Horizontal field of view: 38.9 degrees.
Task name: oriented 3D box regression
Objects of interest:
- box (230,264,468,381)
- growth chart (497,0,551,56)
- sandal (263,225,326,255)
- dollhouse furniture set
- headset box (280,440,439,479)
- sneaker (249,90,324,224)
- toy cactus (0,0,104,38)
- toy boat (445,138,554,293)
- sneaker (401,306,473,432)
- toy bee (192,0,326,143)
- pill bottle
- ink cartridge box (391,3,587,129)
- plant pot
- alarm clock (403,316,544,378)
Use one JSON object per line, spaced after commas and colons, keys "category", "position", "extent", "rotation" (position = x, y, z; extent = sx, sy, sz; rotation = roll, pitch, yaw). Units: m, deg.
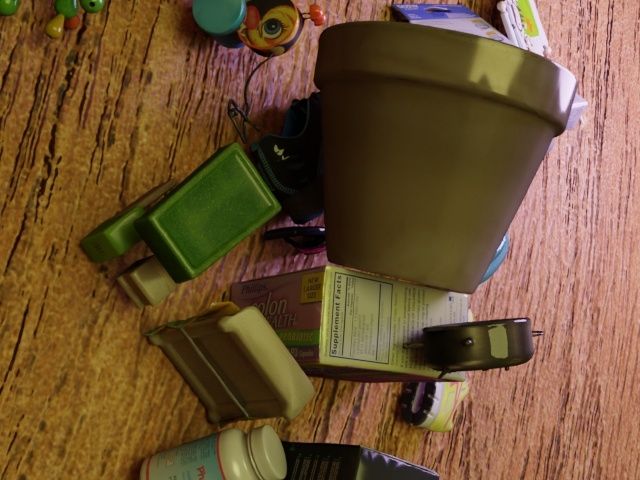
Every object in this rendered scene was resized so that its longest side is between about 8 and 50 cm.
{"category": "box", "position": [0.035, 0.120, 1.194], "extent": [0.243, 0.213, 0.117], "rotation": [14, 74, -35]}
{"category": "growth chart", "position": [0.362, -0.383, 1.617], "extent": [0.172, 0.021, 0.237], "rotation": [65, 31, -14]}
{"category": "sandal", "position": [0.000, 0.000, 1.287], "extent": [0.179, 0.067, 0.040], "rotation": [-1, 94, -40]}
{"category": "dollhouse furniture set", "position": [-0.116, 0.065, 1.101], "extent": [0.151, 0.197, 0.301], "rotation": [-44, 107, -35]}
{"category": "headset box", "position": [-0.007, 0.372, 1.073], "extent": [0.131, 0.283, 0.246], "rotation": [27, 66, -31]}
{"category": "sneaker", "position": [0.037, -0.176, 1.309], "extent": [0.140, 0.125, 0.341], "rotation": [49, 53, -11]}
{"category": "toy cactus", "position": [-0.299, -0.351, 1.078], "extent": [0.219, 0.112, 0.180], "rotation": [-29, 89, 3]}
{"category": "toy boat", "position": [0.245, -0.088, 1.436], "extent": [0.318, 0.148, 0.267], "rotation": [-44, 108, -34]}
{"category": "sneaker", "position": [0.193, 0.199, 1.395], "extent": [0.094, 0.081, 0.208], "rotation": [37, 68, -35]}
{"category": "toy bee", "position": [-0.081, -0.308, 1.219], "extent": [0.195, 0.162, 0.298], "rotation": [-88, 157, -71]}
{"category": "pill bottle", "position": [-0.125, 0.274, 1.070], "extent": [0.087, 0.160, 0.087], "rotation": [-21, 90, -79]}
{"category": "ink cartridge box", "position": [0.260, -0.281, 1.466], "extent": [0.185, 0.065, 0.311], "rotation": [-14, 52, -39]}
{"category": "plant pot", "position": [0.126, -0.089, 1.128], "extent": [0.323, 0.323, 0.280], "rotation": [14, 89, -35]}
{"category": "alarm clock", "position": [0.206, 0.126, 1.104], "extent": [0.192, 0.129, 0.064], "rotation": [-6, 86, -38]}
